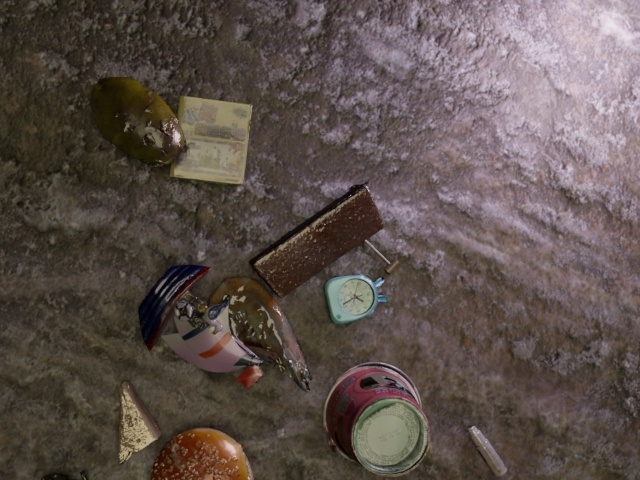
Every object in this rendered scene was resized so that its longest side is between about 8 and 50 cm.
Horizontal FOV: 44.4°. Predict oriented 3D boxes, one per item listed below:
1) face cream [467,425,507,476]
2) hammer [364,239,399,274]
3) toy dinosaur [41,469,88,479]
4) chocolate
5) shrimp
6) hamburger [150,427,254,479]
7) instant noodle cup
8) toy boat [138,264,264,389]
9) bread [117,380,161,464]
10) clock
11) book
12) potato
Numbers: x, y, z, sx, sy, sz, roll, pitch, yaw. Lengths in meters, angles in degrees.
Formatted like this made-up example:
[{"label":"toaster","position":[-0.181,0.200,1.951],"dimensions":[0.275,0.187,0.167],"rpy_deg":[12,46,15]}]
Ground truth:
[{"label":"face cream","position":[0.386,0.488,1.829],"dimensions":[0.034,0.034,0.130],"rpy_deg":[-35,92,-7]},{"label":"hammer","position":[0.134,0.030,1.832],"dimensions":[0.110,0.019,0.035],"rpy_deg":[44,83,-1]},{"label":"toy dinosaur","position":[-0.541,0.593,1.723],"dimensions":[0.187,0.087,0.179],"rpy_deg":[49,120,13]},{"label":"chocolate","position":[0.000,0.000,1.775],"dimensions":[0.321,0.112,0.112],"rpy_deg":[-36,100,-8]},{"label":"shrimp","position":[-0.138,0.227,1.770],"dimensions":[0.164,0.062,0.316],"rpy_deg":[-35,88,0]},{"label":"hamburger","position":[-0.254,0.517,1.695],"dimensions":[0.237,0.147,0.236],"rpy_deg":[0,85,-5]},{"label":"instant noodle cup","position":[0.130,0.396,1.695],"dimensions":[0.244,0.255,0.243],"rpy_deg":[0,88,-4]},{"label":"toy boat","position":[-0.277,0.208,1.737],"dimensions":[0.219,0.072,0.318],"rpy_deg":[-29,90,5]},{"label":"bread","position":[-0.429,0.398,1.715],"dimensions":[0.105,0.077,0.152],"rpy_deg":[-32,90,-8]},{"label":"clock","position":[0.085,0.129,1.807],"dimensions":[0.147,0.045,0.108],"rpy_deg":[-12,89,-8]},{"label":"book","position":[-0.251,-0.228,1.801],"dimensions":[0.168,0.013,0.192],"rpy_deg":[7,86,-6]},{"label":"potato","position":[-0.407,-0.266,1.733],"dimensions":[0.149,0.113,0.251],"rpy_deg":[-43,94,-3]}]
